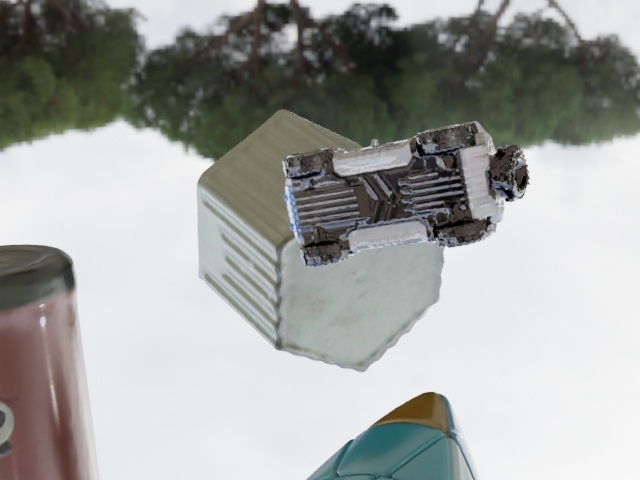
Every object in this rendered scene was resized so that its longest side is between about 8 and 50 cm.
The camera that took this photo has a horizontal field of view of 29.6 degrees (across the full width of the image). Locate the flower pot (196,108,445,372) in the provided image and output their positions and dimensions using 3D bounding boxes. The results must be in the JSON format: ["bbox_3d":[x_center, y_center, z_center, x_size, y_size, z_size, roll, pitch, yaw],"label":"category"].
[{"bbox_3d":[0.000,0.000,1.281,0.209,0.239,0.189,-13,-151,-28],"label":"flower pot"}]

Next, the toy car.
[{"bbox_3d":[0.058,-0.034,0.835,0.170,0.080,0.070,-9,-173,25],"label":"toy car"}]

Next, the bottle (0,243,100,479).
[{"bbox_3d":[-0.263,0.180,1.028,0.143,0.336,0.144,-4,-168,1],"label":"bottle"}]

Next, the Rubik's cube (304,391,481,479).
[{"bbox_3d":[0.076,0.230,1.010,0.254,0.255,0.254,0,-151,0],"label":"Rubik's cube"}]
